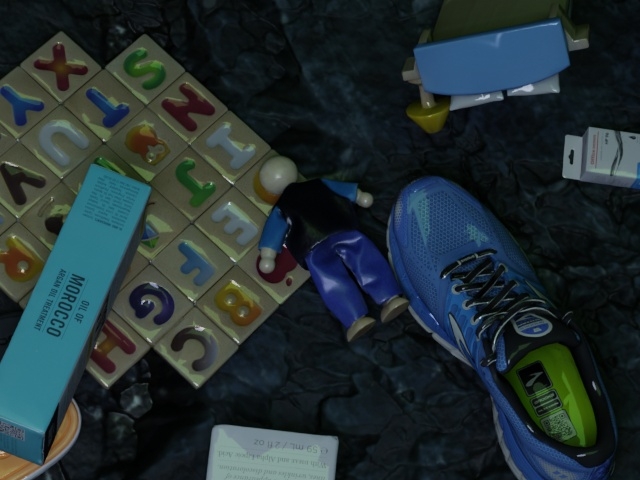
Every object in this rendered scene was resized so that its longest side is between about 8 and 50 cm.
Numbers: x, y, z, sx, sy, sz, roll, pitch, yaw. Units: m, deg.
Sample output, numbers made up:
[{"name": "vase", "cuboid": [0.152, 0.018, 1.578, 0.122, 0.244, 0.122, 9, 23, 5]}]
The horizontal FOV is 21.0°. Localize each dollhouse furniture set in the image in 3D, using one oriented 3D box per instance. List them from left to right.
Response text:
[{"name": "dollhouse furniture set", "cuboid": [0.249, -0.178, 1.684, 0.303, 0.198, 0.286, -9, 27, 15]}]

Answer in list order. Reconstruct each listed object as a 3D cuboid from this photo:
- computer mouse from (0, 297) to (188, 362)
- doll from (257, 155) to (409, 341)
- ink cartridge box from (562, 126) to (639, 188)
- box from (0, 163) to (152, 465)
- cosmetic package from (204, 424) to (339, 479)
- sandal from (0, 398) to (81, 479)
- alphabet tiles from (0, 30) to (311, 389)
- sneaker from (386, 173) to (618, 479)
[{"name": "computer mouse", "cuboid": [-0.238, 0.087, 1.567, 0.242, 0.041, 0.071, -13, 73, -11]}, {"name": "doll", "cuboid": [0.000, 0.000, 1.600, 0.129, 0.046, 0.189, -29, 75, -16]}, {"name": "ink cartridge box", "cuboid": [0.280, -0.081, 1.683, 0.083, 0.028, 0.048, 8, 71, -3]}, {"name": "box", "cuboid": [-0.220, 0.064, 1.499, 0.060, 0.100, 0.244, 21, 65, 0]}, {"name": "cosmetic package", "cuboid": [-0.053, 0.284, 1.501, 0.117, 0.085, 0.231, 6, 70, -4]}, {"name": "sandal", "cuboid": [-0.329, 0.202, 1.501, 0.265, 0.076, 0.102, -35, 79, -15]}, {"name": "alphabet tiles", "cuboid": [-0.180, -0.034, 1.609, 0.342, 0.011, 0.285, 42, 65, 8]}, {"name": "sneaker", "cuboid": [0.176, 0.074, 1.560, 0.130, 0.147, 0.330, -29, 76, -14]}]
